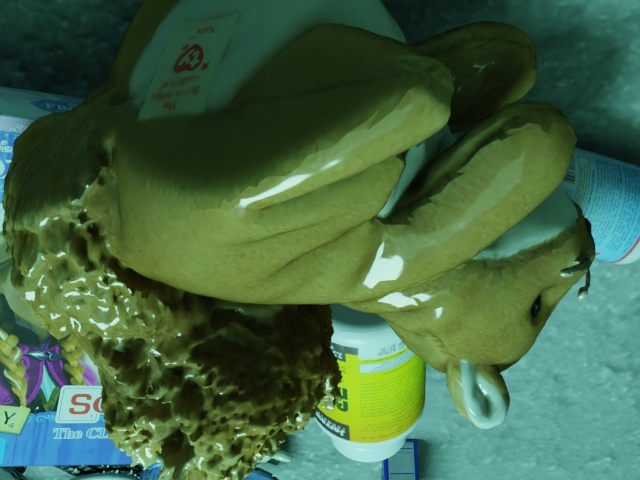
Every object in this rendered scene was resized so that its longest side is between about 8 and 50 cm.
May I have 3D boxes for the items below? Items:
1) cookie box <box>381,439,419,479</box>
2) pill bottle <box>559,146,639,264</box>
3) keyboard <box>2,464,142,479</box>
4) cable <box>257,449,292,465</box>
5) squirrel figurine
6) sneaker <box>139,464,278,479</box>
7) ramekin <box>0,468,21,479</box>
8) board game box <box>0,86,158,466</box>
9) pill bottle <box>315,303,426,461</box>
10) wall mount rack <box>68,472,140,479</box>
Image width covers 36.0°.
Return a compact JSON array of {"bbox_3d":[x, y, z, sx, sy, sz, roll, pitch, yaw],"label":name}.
[{"bbox_3d":[0.091,0.299,1.131,0.040,0.107,0.092,1,132,1],"label":"cookie box"},{"bbox_3d":[0.234,-0.029,0.840,0.160,0.087,0.087,15,131,-12],"label":"pill bottle"},{"bbox_3d":[-0.276,0.227,1.043,0.201,0.033,0.317,-7,153,11],"label":"keyboard"},{"bbox_3d":[-0.165,0.182,1.042,0.287,0.072,0.139,8,142,-9],"label":"cable"},{"bbox_3d":[0.000,0.000,0.704,0.397,0.281,0.370,-35,135,14],"label":"squirrel figurine"},{"bbox_3d":[-0.120,0.273,1.045,0.083,0.087,0.221,-5,152,38],"label":"sneaker"},{"bbox_3d":[-0.440,0.346,1.176,0.207,0.109,0.207,0,134,0],"label":"ramekin"},{"bbox_3d":[-0.188,0.043,0.809,0.319,0.066,0.318,4,116,-24],"label":"board game box"},{"bbox_3d":[0.044,0.120,0.958,0.117,0.117,0.215,-2,133,2],"label":"pill bottle"},{"bbox_3d":[-0.221,0.404,1.175,0.304,0.130,0.350,-24,140,20],"label":"wall mount rack"}]
